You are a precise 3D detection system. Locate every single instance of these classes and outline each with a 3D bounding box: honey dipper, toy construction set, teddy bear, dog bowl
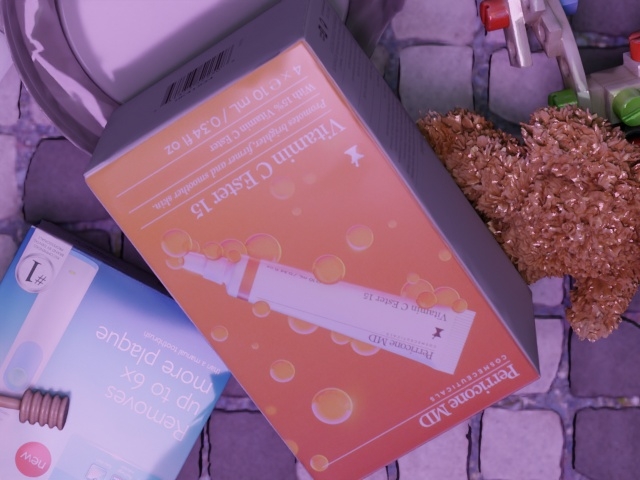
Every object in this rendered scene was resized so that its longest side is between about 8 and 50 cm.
[{"bbox_3d":[-0.292,0.129,1.669,0.161,0.030,0.030,12,92,2],"label":"honey dipper"},{"bbox_3d":[0.309,-0.185,1.758,0.328,0.151,0.215,-8,119,3],"label":"toy construction set"},{"bbox_3d":[0.216,-0.017,1.720,0.338,0.113,0.245,22,129,5],"label":"teddy bear"},{"bbox_3d":[-0.101,-0.224,1.718,0.349,0.102,0.349,-2,106,-6],"label":"dog bowl"}]

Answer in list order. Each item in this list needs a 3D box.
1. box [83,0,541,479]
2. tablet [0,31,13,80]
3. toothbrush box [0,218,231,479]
[{"bbox_3d":[0.000,0.000,1.637,0.215,0.168,0.345,-32,108,15],"label":"box"},{"bbox_3d":[-0.313,-0.154,1.782,0.054,0.006,0.083,34,91,-6],"label":"tablet"},{"bbox_3d":[-0.225,0.160,1.749,0.216,0.126,0.295,29,92,-5],"label":"toothbrush box"}]
